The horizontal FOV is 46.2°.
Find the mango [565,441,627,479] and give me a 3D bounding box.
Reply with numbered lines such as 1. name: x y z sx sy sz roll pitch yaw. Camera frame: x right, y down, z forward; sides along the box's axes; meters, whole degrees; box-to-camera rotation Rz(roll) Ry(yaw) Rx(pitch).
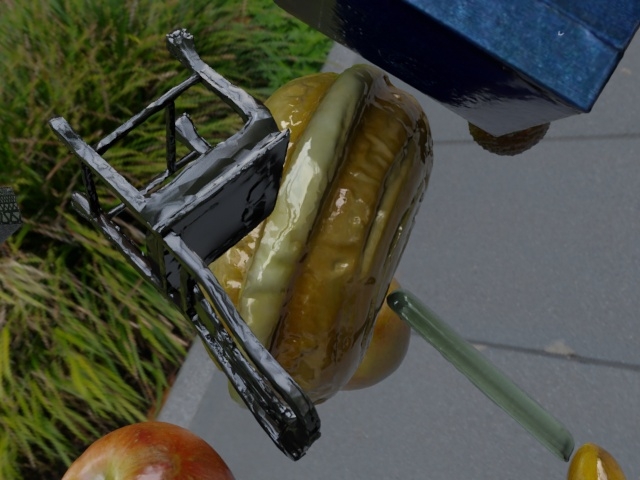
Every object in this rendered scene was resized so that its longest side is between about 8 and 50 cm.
1. mango: 0.377 0.382 1.006 0.102 0.141 0.217 -17 63 28

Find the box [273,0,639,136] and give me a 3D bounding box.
1. box: 0.092 -0.209 0.647 0.116 0.278 0.261 -59 3 4

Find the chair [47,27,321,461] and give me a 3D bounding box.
1. chair: -0.050 0.005 0.448 0.113 0.106 0.229 -40 78 -22

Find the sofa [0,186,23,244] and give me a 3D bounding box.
1. sofa: -0.454 -0.023 1.021 0.118 0.039 0.060 -31 76 35

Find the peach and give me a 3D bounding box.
1. peach: 0.038 0.171 1.579 0.307 0.332 0.308 -11 68 30

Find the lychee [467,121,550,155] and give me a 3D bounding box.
1. lychee: 0.254 -0.171 1.010 0.114 0.114 0.146 -22 16 24

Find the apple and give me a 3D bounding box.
1. apple: -0.139 0.237 0.618 0.163 0.139 0.163 -23 41 22

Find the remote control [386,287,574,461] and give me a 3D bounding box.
1. remote control: 0.209 0.171 0.986 0.038 0.309 0.090 -49 -2 5

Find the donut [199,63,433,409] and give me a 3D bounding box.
1. donut: 0.000 0.000 0.889 0.198 0.449 0.449 21 69 8
